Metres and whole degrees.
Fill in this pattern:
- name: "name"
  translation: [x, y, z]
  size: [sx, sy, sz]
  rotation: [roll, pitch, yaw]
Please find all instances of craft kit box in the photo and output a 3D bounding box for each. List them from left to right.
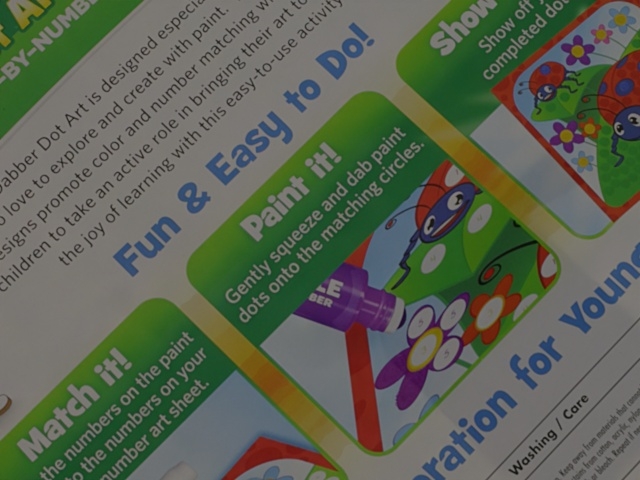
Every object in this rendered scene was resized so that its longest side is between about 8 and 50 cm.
- name: "craft kit box"
  translation: [0.000, 0.000, 0.457]
  size: [0.250, 0.061, 0.246]
  rotation: [-44, -97, -10]
